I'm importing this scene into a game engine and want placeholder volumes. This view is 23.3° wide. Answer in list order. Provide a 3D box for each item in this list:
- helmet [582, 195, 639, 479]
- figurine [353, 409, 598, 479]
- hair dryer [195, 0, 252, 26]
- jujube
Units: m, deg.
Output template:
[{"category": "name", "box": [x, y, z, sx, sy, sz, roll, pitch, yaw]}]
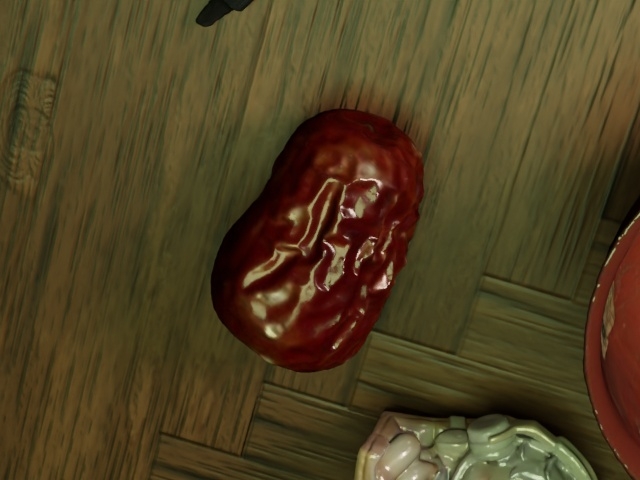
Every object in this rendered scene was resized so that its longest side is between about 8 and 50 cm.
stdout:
[{"category": "helmet", "box": [0.388, 0.051, 1.265, 0.384, 0.230, 0.338, 16, 108, -6]}, {"category": "figurine", "box": [0.146, 0.231, 1.402, 0.236, 0.141, 0.163, 13, 114, 3]}, {"category": "hair dryer", "box": [-0.003, -0.253, 1.311, 0.128, 0.070, 0.255, 45, 115, -9]}, {"category": "jujube", "box": [0.000, 0.000, 1.342, 0.155, 0.155, 0.230, 25, 108, -1]}]
